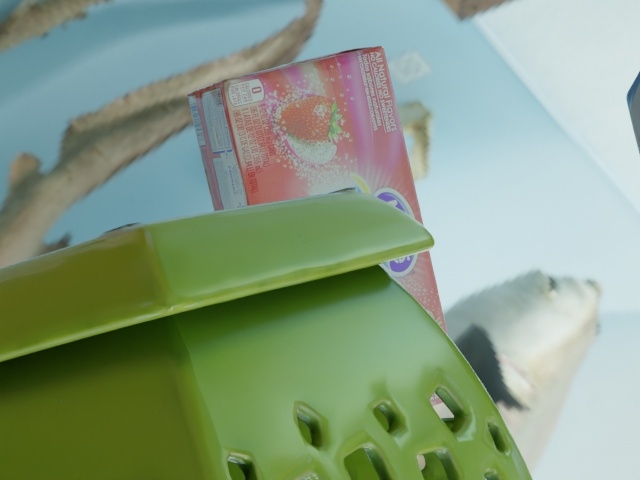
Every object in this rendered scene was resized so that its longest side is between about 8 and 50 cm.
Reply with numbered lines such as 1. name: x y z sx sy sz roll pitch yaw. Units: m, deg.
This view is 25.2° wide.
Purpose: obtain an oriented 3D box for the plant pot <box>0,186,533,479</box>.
1. plant pot: -0.056 0.099 0.628 0.227 0.207 0.228 -17 177 35

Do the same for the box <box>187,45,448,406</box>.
1. box: 0.000 0.000 1.202 0.142 0.300 0.154 -14 -175 -15

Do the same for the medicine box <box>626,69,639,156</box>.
1. medicine box: 0.381 -0.107 1.136 0.289 0.149 0.263 -92 -163 -45
